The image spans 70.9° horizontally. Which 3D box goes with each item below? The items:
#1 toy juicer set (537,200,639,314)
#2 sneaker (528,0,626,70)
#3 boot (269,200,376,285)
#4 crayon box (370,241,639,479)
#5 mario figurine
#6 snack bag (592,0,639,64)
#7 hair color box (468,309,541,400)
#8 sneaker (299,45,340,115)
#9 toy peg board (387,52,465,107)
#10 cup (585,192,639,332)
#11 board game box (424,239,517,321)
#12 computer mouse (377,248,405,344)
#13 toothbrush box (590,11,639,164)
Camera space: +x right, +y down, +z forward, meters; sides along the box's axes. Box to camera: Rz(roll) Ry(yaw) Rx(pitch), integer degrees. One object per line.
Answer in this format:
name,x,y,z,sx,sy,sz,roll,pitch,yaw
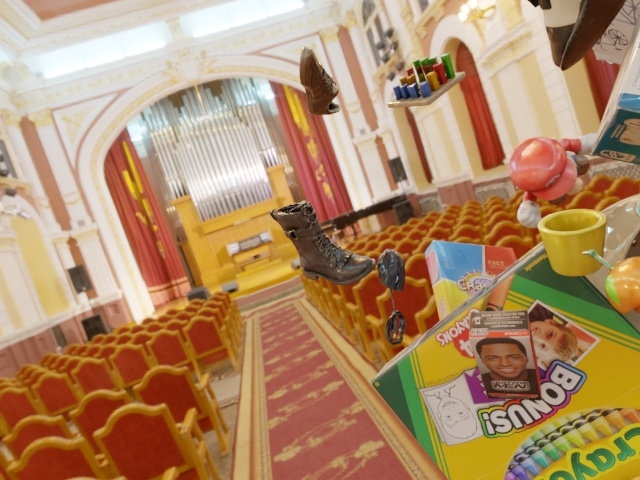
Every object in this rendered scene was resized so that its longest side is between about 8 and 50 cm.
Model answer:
toy juicer set,0.410,-0.018,0.431,0.328,0.090,0.209,-15,19,8
sneaker,0.375,-0.410,0.676,0.122,0.146,0.330,-40,-32,-2
boot,0.000,0.000,1.178,0.262,0.229,0.091,-2,34,36
crayon box,0.317,0.234,0.700,0.363,0.313,0.106,-45,-13,22
mario figurine,0.530,-0.130,0.986,0.170,0.198,0.320,-2,2,37
snack bag,0.792,-0.562,1.174,0.037,0.342,0.323,-46,33,15
hair color box,0.241,0.152,0.584,0.071,0.141,0.043,-8,38,27
sneaker,0.002,-0.330,0.935,0.071,0.066,0.188,5,-16,9
toy peg board,0.279,-0.443,1.237,0.160,0.079,0.161,-40,30,-21
cup,0.675,0.036,0.917,0.330,0.331,0.237,-19,14,-1
board game box,0.413,0.152,1.142,0.242,0.317,0.064,5,-38,-11
computer mouse,0.173,0.122,1.041,0.071,0.242,0.041,21,-37,-30
toothbrush box,0.394,-0.144,0.315,0.295,0.217,0.126,18,1,25
